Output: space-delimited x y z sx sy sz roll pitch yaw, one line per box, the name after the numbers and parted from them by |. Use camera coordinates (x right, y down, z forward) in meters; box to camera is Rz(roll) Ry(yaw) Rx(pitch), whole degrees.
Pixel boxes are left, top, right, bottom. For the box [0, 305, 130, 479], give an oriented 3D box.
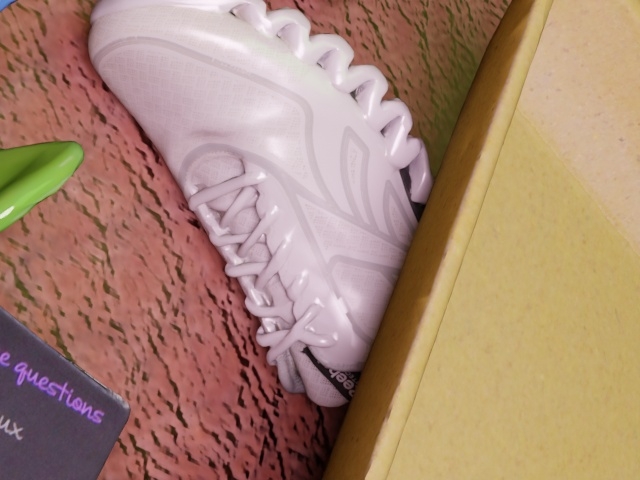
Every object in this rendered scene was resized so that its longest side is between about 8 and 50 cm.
-0.196 0.124 0.366 0.143 0.165 0.270 43 50 -23 | box

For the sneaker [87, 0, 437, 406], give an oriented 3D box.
0.000 0.000 0.649 0.292 0.110 0.118 44 59 -23 | sneaker

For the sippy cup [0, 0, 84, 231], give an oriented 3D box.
-0.172 -0.144 0.395 0.305 0.224 0.240 24 83 -43 | sippy cup

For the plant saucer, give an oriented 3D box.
0.126 0.093 0.625 0.333 0.081 0.332 45 52 -32 | plant saucer
